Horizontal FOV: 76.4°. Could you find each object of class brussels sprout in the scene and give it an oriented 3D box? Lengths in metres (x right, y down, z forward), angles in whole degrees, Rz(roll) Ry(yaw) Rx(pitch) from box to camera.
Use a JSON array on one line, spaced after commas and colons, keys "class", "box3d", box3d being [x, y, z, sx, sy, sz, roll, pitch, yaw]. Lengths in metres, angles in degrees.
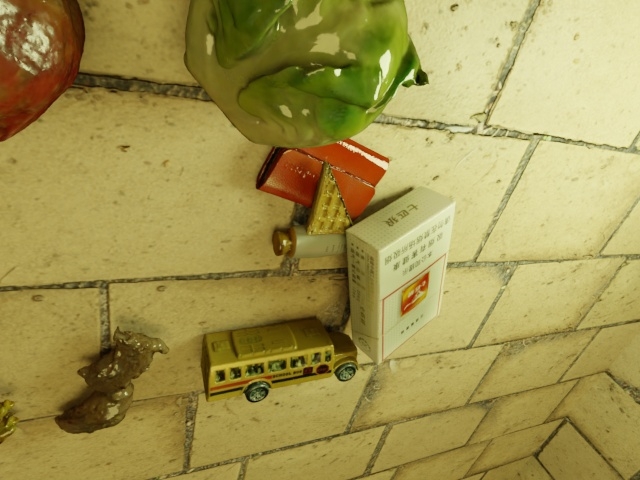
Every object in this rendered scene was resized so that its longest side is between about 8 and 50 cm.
[{"class": "brussels sprout", "box3d": [-0.018, -0.244, 0.479, 0.294, 0.227, 0.259, -36, 117, 13]}]

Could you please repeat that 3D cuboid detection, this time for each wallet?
[{"class": "wallet", "box3d": [0.008, -0.115, 0.697, 0.204, 0.045, 0.142, 18, 116, -33]}]

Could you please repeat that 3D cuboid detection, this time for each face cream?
[{"class": "face cream", "box3d": [0.000, 0.000, 0.774, 0.182, 0.051, 0.072, -4, 132, -23]}]

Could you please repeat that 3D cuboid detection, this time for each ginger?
[{"class": "ginger", "box3d": [-0.404, 0.281, 0.770, 0.122, 0.084, 0.290, 24, 112, -43]}]

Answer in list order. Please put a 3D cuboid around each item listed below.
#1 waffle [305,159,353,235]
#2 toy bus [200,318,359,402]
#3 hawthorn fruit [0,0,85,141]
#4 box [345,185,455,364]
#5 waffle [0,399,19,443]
[{"class": "waffle", "box3d": [0.032, -0.070, 0.696, 0.098, 0.023, 0.152, -3, 133, -21]}, {"class": "toy bus", "box3d": [-0.080, 0.248, 0.878, 0.336, 0.121, 0.123, -4, 118, -21]}, {"class": "hawthorn fruit", "box3d": [-0.353, -0.191, 0.350, 0.258, 0.258, 0.261, 32, 78, -38]}, {"class": "box", "box3d": [0.163, 0.079, 0.843, 0.210, 0.095, 0.330, -30, 136, -27]}, {"class": "waffle", "box3d": [-0.658, 0.322, 0.687, 0.229, 0.051, 0.231, -31, 140, 9]}]
